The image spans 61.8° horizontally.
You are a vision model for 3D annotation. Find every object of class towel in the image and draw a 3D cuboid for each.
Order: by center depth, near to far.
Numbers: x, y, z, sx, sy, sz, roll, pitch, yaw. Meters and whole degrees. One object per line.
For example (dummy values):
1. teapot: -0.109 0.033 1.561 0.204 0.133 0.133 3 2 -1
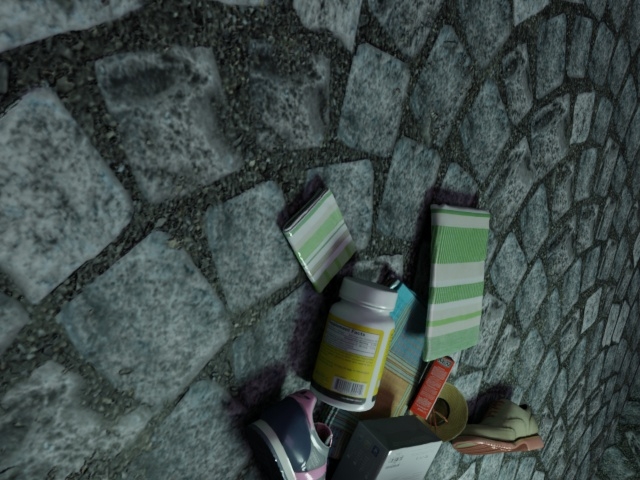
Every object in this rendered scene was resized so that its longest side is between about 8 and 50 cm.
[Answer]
1. towel: 0.000 0.000 0.886 0.113 0.023 0.152 -46 134 -24
2. towel: 0.134 0.283 1.103 0.271 0.040 0.370 39 74 -45
3. towel: 0.299 0.085 1.181 0.248 0.038 0.325 1 95 -49

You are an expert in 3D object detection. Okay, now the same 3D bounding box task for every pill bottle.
1. pill bottle: 0.062 0.176 0.932 0.119 0.119 0.209 13 93 -48

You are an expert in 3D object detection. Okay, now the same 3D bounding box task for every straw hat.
1. straw hat: 0.270 0.405 1.265 0.144 0.144 0.061 -56 173 -18

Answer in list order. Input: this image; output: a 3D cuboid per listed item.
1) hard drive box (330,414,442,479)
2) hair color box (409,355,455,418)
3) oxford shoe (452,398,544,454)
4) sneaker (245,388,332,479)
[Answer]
1. hard drive box: 0.115 0.474 1.062 0.181 0.089 0.232 14 104 -43
2. hair color box: 0.249 0.321 1.199 0.141 0.043 0.072 -62 171 -1
3. oxford shoe: 0.496 0.532 1.532 0.397 0.140 0.147 19 58 -43
4. sneaker: -0.017 0.396 0.924 0.131 0.112 0.319 -36 128 -30
